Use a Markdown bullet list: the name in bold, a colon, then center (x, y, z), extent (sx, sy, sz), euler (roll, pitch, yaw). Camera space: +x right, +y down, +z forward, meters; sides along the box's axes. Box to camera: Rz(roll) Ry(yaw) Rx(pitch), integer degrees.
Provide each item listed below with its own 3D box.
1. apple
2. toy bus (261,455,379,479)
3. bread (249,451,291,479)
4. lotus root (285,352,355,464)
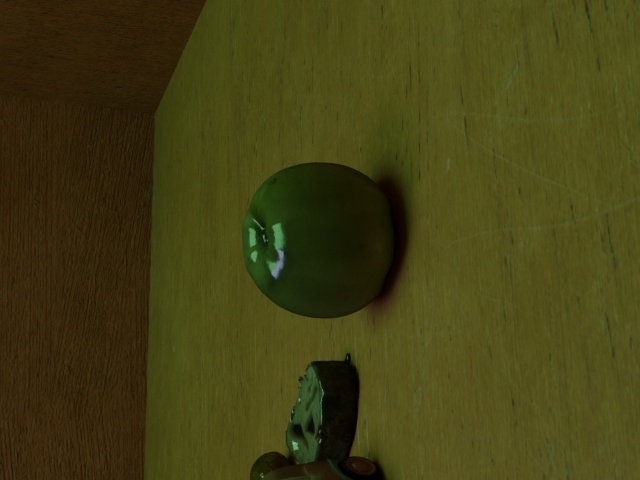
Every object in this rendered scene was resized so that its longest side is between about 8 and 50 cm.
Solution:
- **apple**: center (0.000, 0.000, 1.668), extent (0.262, 0.262, 0.262), euler (-175, 90, -71)
- **toy bus**: center (-0.006, 0.469, 1.567), extent (0.287, 0.232, 0.194), euler (-121, 42, -62)
- **bread**: center (-0.121, 0.603, 2.077), extent (0.124, 0.084, 0.344), euler (-132, 50, -65)
- **lotus root**: center (0.001, 0.334, 1.819), extent (0.170, 0.074, 0.260), euler (-114, 33, -49)
